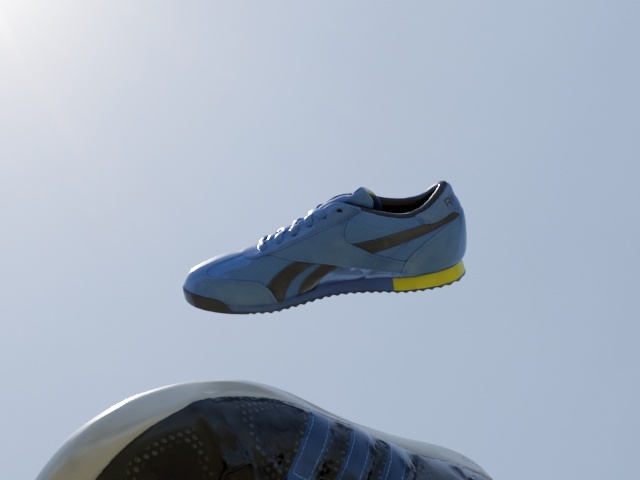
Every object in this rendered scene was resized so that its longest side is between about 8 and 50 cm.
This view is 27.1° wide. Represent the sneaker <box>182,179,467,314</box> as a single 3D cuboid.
[{"bbox_3d":[0.000,0.000,0.955,0.209,0.069,0.082,-9,-67,4],"label":"sneaker"}]

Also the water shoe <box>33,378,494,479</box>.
[{"bbox_3d":[0.007,0.091,0.397,0.203,0.080,0.073,12,-78,-45],"label":"water shoe"}]
